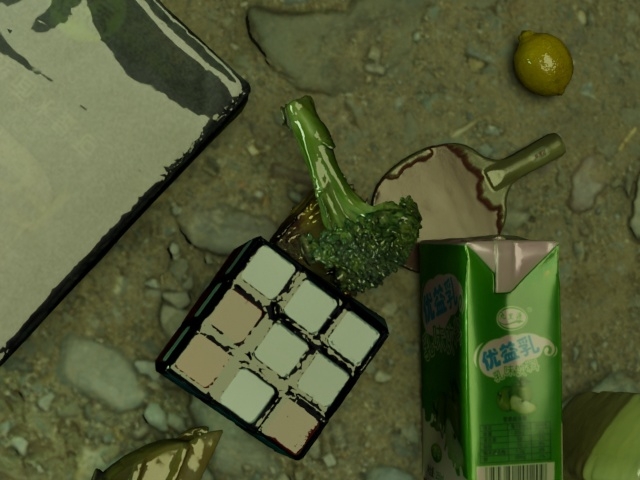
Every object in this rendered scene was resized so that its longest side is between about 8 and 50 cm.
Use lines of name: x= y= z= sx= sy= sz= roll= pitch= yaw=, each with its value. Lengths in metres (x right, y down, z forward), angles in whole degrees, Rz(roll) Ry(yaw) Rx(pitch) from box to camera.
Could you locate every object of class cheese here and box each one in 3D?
cheese: x=0.371 y=0.260 z=1.257 sx=0.243 sy=0.265 sz=0.123 roll=33 pitch=80 yaw=-7

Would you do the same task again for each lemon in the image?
lemon: x=0.243 y=-0.194 z=1.372 sx=0.062 sy=0.062 sz=0.083 roll=-29 pitch=87 yaw=-12

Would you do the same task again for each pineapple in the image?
pineapple: x=0.000 y=0.000 z=1.303 sx=0.116 sy=0.069 sz=0.137 roll=-8 pitch=89 yaw=-13

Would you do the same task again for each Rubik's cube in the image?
Rubik's cube: x=-0.052 y=0.105 z=1.236 sx=0.162 sy=0.160 sz=0.163 roll=37 pitch=79 yaw=-6

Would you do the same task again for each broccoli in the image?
broccoli: x=0.018 y=-0.049 z=1.227 sx=0.122 sy=0.118 sz=0.204 roll=-28 pitch=88 yaw=0

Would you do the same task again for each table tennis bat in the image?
table tennis bat: x=0.164 y=-0.055 z=1.367 sx=0.234 sy=0.022 sz=0.131 roll=-29 pitch=92 yaw=-11

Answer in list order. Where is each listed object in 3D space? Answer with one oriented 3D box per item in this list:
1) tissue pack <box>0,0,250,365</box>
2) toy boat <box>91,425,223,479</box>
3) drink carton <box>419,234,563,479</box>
tissue pack: x=-0.301 y=-0.095 z=1.220 sx=0.288 sy=0.124 sz=0.394 roll=43 pitch=78 yaw=-5
toy boat: x=-0.182 y=0.392 z=1.203 sx=0.162 sy=0.136 sz=0.445 roll=16 pitch=81 yaw=-15
drink carton: x=0.172 y=0.130 z=1.279 sx=0.108 sy=0.161 sz=0.271 roll=0 pitch=91 yaw=-13
